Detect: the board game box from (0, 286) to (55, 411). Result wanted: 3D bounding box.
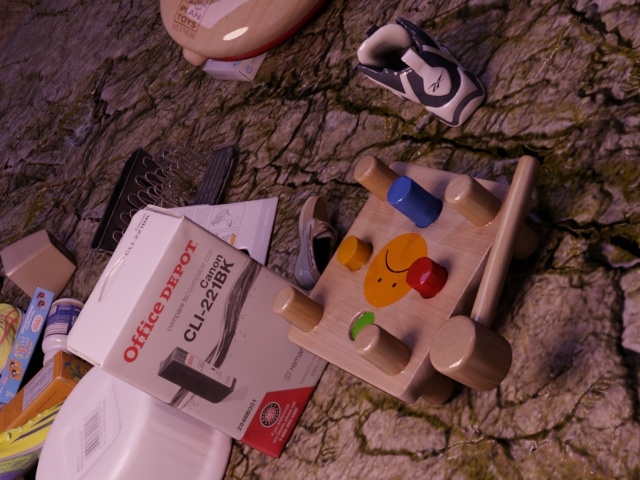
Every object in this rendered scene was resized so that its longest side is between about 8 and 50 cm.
[{"bbox_3d":[-0.521,0.205,2.006,0.160,0.039,0.212,129,158,-60],"label":"board game box"}]

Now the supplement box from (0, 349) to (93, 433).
[{"bbox_3d":[-0.458,0.284,1.863,0.233,0.078,0.080,-42,30,21],"label":"supplement box"}]

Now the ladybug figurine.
[{"bbox_3d":[-0.085,-0.469,1.911,0.305,0.162,0.449,32,84,30],"label":"ladybug figurine"}]

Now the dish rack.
[{"bbox_3d":[-0.256,-0.072,1.915,0.271,0.074,0.208,-12,54,49],"label":"dish rack"}]

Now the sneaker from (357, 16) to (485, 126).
[{"bbox_3d":[0.102,-0.241,1.496,0.094,0.153,0.235,-47,32,12],"label":"sneaker"}]

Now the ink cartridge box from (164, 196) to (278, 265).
[{"bbox_3d":[-0.183,0.065,1.686,0.238,0.060,0.275,-5,50,19],"label":"ink cartridge box"}]

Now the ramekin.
[{"bbox_3d":[-0.253,0.279,1.524,0.277,0.135,0.277,-34,37,31],"label":"ramekin"}]

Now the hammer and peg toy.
[{"bbox_3d":[0.122,0.040,1.234,0.266,0.127,0.361,-59,31,-8],"label":"hammer and peg toy"}]

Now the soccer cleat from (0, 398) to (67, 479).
[{"bbox_3d":[-0.437,0.302,1.687,0.289,0.121,0.093,-48,-20,-52],"label":"soccer cleat"}]

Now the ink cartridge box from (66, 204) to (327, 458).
[{"bbox_3d":[-0.131,0.109,1.377,0.114,0.273,0.197,12,72,58],"label":"ink cartridge box"}]

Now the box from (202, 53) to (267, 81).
[{"bbox_3d":[-0.121,-0.369,2.039,0.145,0.038,0.186,16,76,58],"label":"box"}]

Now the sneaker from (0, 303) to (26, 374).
[{"bbox_3d":[-0.605,0.170,2.157,0.081,0.094,0.208,-52,30,10],"label":"sneaker"}]

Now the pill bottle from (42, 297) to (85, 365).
[{"bbox_3d":[-0.431,0.162,1.947,0.067,0.067,0.120,-33,38,33],"label":"pill bottle"}]

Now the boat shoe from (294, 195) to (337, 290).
[{"bbox_3d":[0.000,0.000,1.521,0.045,0.050,0.135,-19,57,41],"label":"boat shoe"}]

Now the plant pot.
[{"bbox_3d":[-0.518,0.044,2.150,0.096,0.109,0.109,-42,32,1],"label":"plant pot"}]
